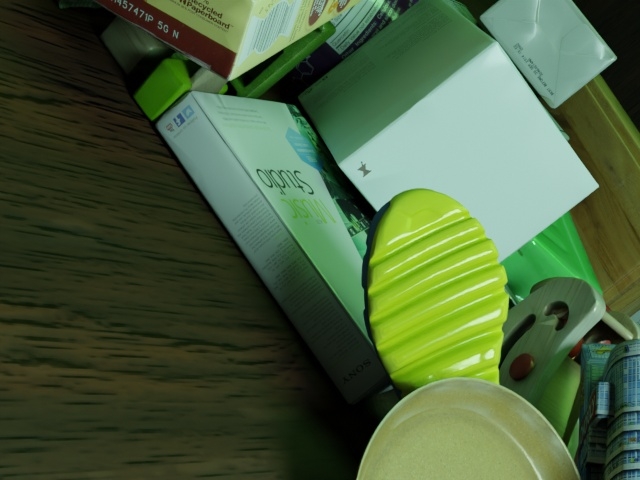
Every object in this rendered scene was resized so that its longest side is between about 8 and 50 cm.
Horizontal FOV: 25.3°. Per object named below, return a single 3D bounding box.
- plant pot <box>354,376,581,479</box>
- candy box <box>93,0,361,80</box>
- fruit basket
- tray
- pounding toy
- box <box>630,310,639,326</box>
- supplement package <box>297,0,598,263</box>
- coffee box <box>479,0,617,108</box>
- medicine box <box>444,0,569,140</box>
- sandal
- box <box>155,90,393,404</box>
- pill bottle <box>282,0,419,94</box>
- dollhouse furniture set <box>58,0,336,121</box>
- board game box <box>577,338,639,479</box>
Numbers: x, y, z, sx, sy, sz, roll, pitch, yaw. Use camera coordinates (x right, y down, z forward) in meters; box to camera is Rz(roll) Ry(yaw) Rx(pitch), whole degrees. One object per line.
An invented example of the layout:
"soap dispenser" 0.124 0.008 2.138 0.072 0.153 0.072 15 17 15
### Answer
"plant pot" 0.112 0.224 1.087 0.236 0.032 0.236 11 70 -32
"candy box" -0.066 -0.269 1.310 0.183 0.088 0.316 32 35 13
"fruit basket" 0.264 0.093 1.690 0.353 0.165 0.327 56 14 -32
"tray" 0.416 -0.080 2.188 0.076 0.203 0.411 30 27 -41
"pounding toy" 0.245 0.142 1.373 0.155 0.154 0.270 37 55 -27
"box" 0.494 0.101 2.173 0.102 0.101 0.087 52 19 7
"supplement package" 0.128 -0.109 1.533 0.198 0.199 0.263 50 5 -22
"coffee box" 0.329 -0.299 2.100 0.168 0.119 0.297 51 10 -3
"medicine box" 0.182 -0.204 1.998 0.263 0.149 0.289 55 20 14
"sandal" 0.103 0.113 1.212 0.138 0.126 0.318 -174 -108 -81
"box" 0.000 0.000 1.373 0.322 0.058 0.232 55 21 12
"pill bottle" 0.032 -0.244 1.706 0.323 0.181 0.181 40 21 -22
"dollhouse furniture set" -0.159 -0.277 1.400 0.301 0.151 0.197 53 20 10
"board game box" 0.251 0.160 1.203 0.194 0.060 0.194 80 14 -64
